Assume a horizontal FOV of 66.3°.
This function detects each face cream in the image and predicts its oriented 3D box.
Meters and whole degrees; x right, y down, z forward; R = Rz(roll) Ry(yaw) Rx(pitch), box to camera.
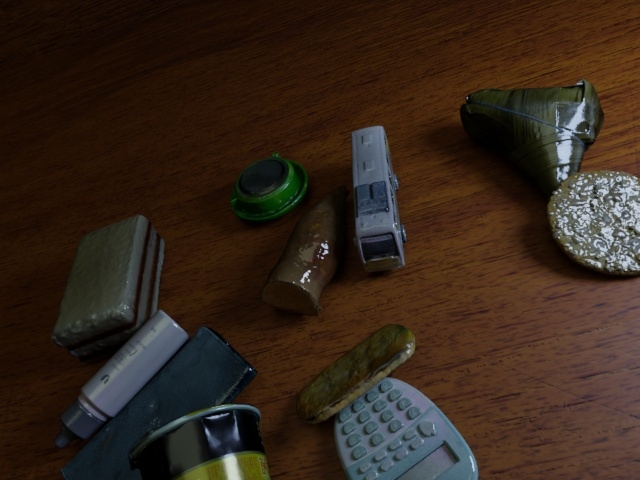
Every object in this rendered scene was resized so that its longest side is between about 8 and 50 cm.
[{"bbox_3d":[-0.405,0.283,0.987,0.092,0.092,0.311,26,66,36],"label":"face cream"}]

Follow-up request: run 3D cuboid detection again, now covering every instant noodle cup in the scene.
[{"bbox_3d":[-0.155,0.396,0.730,0.215,0.216,0.236,-27,54,-2],"label":"instant noodle cup"}]

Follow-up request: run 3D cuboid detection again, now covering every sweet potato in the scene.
[{"bbox_3d":[-0.003,-0.001,1.043,0.131,0.131,0.337,10,58,28],"label":"sweet potato"}]

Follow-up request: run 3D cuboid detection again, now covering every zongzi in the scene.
[{"bbox_3d":[0.419,-0.185,1.038,0.285,0.138,0.300,7,72,35],"label":"zongzi"}]

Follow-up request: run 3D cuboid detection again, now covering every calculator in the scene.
[{"bbox_3d":[0.132,0.340,0.759,0.184,0.042,0.295,-33,45,-7],"label":"calculator"}]

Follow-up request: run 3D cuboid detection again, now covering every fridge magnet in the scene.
[{"bbox_3d":[-0.131,-0.131,1.223,0.207,0.088,0.208,-11,49,13],"label":"fridge magnet"}]

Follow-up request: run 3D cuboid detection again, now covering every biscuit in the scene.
[{"bbox_3d":[0.061,0.232,0.863,0.247,0.029,0.118,-35,16,-8],"label":"biscuit"},{"bbox_3d":[0.525,-0.036,0.887,0.219,0.033,0.220,-3,67,8],"label":"biscuit"}]

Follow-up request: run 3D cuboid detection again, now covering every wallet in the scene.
[{"bbox_3d":[-0.297,0.343,0.924,0.190,0.046,0.379,28,67,38],"label":"wallet"}]

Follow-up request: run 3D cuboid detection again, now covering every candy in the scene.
[{"bbox_3d":[-0.479,0.102,1.139,0.179,0.135,0.321,-15,48,7],"label":"candy"}]

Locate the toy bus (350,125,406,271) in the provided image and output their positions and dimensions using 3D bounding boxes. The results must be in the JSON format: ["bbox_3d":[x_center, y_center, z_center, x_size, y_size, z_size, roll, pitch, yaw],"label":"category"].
[{"bbox_3d":[0.121,-0.099,1.063,0.097,0.138,0.343,-9,48,12],"label":"toy bus"}]
